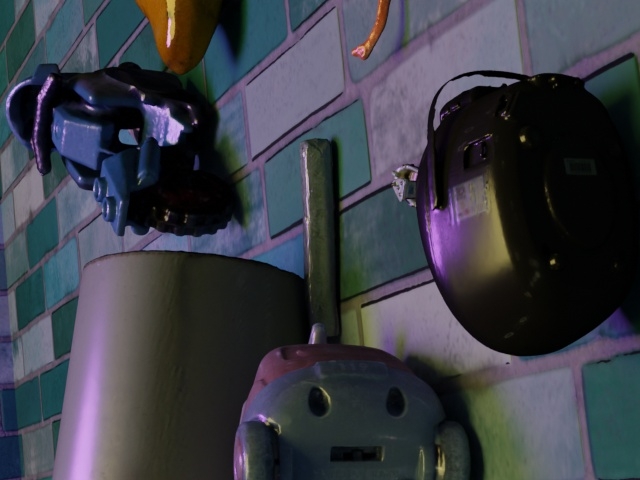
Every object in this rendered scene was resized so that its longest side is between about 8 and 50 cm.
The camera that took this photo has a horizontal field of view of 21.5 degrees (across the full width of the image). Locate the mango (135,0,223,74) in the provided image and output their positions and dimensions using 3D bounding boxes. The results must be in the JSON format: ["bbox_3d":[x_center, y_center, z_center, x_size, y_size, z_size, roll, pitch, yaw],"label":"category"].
[{"bbox_3d":[-0.170,-0.321,2.028,0.157,0.109,0.262,-54,47,46],"label":"mango"}]

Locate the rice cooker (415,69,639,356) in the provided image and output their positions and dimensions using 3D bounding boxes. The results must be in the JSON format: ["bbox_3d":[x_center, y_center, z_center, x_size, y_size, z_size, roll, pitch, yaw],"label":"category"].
[{"bbox_3d":[0.143,-0.024,1.156,0.118,0.142,0.203,-29,66,54],"label":"rice cooker"}]

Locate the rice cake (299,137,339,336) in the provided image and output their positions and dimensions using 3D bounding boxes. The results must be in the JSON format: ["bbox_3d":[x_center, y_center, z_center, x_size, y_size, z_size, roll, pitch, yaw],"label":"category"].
[{"bbox_3d":[-0.001,0.000,1.706,0.033,0.033,0.208,-154,61,-79],"label":"rice cake"}]

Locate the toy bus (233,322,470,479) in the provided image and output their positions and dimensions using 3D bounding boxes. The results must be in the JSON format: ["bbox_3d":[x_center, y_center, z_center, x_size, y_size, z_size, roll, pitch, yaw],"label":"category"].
[{"bbox_3d":[0.008,0.227,1.507,0.232,0.197,0.294,-118,29,-68],"label":"toy bus"}]

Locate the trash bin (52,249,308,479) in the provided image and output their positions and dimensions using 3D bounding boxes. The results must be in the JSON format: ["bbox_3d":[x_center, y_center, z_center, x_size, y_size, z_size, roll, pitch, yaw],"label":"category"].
[{"bbox_3d":[-0.143,0.247,1.715,0.280,0.280,0.432,145,131,-67],"label":"trash bin"}]

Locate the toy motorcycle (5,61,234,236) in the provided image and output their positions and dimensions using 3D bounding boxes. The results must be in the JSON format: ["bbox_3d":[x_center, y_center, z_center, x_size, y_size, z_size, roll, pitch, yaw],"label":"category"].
[{"bbox_3d":[-0.262,-0.116,2.117,0.416,0.232,0.172,-121,37,-52],"label":"toy motorcycle"}]

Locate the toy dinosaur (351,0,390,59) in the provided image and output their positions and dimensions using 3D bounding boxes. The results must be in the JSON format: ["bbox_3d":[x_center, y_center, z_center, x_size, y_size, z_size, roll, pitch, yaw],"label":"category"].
[{"bbox_3d":[0.033,-0.306,1.536,0.101,0.055,0.280,11,101,46],"label":"toy dinosaur"}]

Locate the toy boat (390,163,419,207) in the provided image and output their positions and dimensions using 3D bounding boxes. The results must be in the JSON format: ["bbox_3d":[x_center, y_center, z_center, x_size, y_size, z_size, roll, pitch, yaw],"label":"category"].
[{"bbox_3d":[0.082,-0.045,1.469,0.083,0.038,0.038,-131,42,-58],"label":"toy boat"}]

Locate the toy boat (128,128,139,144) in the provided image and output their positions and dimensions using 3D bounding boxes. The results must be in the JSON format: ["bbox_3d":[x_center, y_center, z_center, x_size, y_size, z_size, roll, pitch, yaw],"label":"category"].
[{"bbox_3d":[-0.230,-0.163,2.330,0.122,0.034,0.096,34,125,55],"label":"toy boat"}]
